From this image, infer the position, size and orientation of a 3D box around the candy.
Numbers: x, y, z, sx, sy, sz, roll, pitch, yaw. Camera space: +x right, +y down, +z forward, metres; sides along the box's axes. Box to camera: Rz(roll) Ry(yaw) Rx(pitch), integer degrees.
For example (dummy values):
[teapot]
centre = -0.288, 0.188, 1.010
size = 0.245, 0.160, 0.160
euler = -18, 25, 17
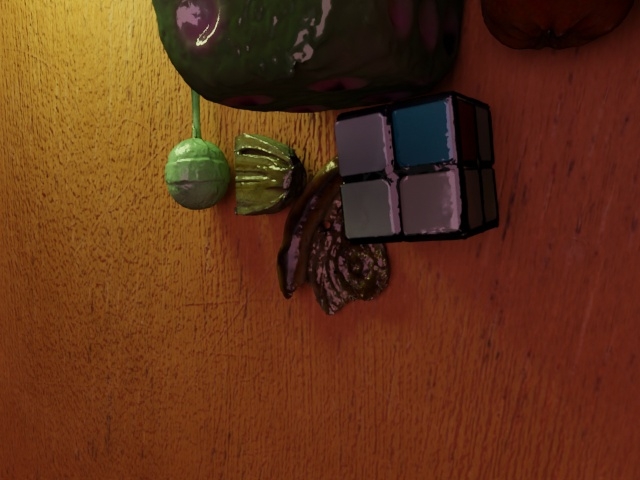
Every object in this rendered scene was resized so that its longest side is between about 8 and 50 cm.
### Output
[candy]
centre = -0.229, -0.276, 1.002
size = 0.119, 0.119, 0.440
euler = -2, 89, 31

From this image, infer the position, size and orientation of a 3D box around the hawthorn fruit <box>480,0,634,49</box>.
[hawthorn fruit]
centre = 0.278, -0.328, 0.638
size = 0.179, 0.179, 0.201
euler = 12, 93, 29

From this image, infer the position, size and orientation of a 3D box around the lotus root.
[lotus root]
centre = -0.080, -0.107, 0.940
size = 0.144, 0.070, 0.143
euler = 12, 99, 39

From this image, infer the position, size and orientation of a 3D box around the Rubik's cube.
[Rubik's cube]
centre = 0.136, -0.092, 0.749
size = 0.167, 0.183, 0.180
euler = -4, 93, 30

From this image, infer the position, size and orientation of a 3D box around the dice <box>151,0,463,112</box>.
[dice]
centre = -0.005, -0.346, 0.718
size = 0.330, 0.322, 0.319
euler = 1, 97, 33

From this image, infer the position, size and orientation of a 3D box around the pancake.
[pancake]
centre = 0.001, 0.000, 0.916
size = 0.212, 0.056, 0.258
euler = -14, 89, 32
